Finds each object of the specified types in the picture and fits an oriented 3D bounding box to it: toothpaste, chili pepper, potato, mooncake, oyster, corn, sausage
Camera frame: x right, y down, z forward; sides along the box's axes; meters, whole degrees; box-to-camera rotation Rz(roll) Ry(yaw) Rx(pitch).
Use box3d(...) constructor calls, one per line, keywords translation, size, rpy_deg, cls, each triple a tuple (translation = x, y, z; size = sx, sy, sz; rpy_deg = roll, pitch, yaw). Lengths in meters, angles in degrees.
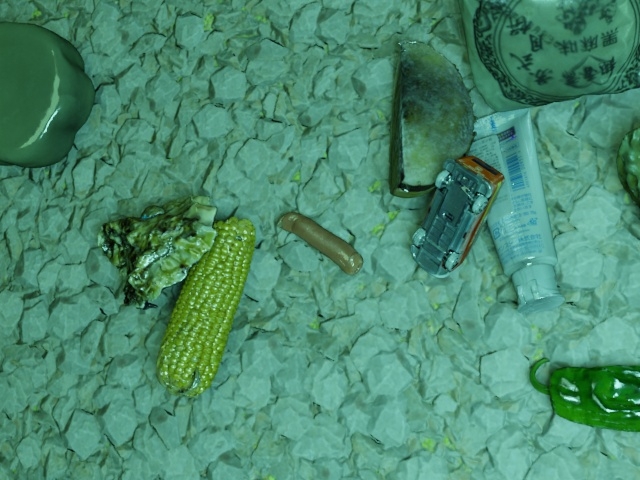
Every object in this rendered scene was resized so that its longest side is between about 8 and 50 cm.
box3d(translation=(0.272, -0.048, 1.163), size=(0.114, 0.073, 0.299), rpy_deg=(-20, 64, 24), cls="toothpaste")
box3d(translation=(0.397, 0.193, 1.055), size=(0.256, 0.074, 0.100), rpy_deg=(-5, 76, 18), cls="chili pepper")
box3d(translation=(0.159, -0.156, 1.228), size=(0.120, 0.100, 0.261), rpy_deg=(8, 63, -6), cls="potato")
box3d(translation=(-0.534, -0.256, 1.485), size=(0.274, 0.135, 0.275), rpy_deg=(-3, 79, 18), cls="mooncake")
box3d(translation=(0.312, -0.300, 1.098), size=(0.254, 0.250, 0.136), rpy_deg=(-10, 42, 18), cls="mooncake")
box3d(translation=(-0.257, -0.001, 1.307), size=(0.223, 0.083, 0.214), rpy_deg=(-44, 41, 9), cls="oyster")
box3d(translation=(-0.177, 0.099, 1.283), size=(0.106, 0.106, 0.293), rpy_deg=(14, 84, 23), cls="corn")
box3d(translation=(0.000, 0.000, 1.270), size=(0.158, 0.036, 0.042), rpy_deg=(32, 56, 24), cls="sausage")

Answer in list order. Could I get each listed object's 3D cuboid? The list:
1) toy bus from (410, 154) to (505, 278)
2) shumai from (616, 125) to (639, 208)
box3d(translation=(0.189, -0.033, 1.148), size=(0.079, 0.077, 0.174), rpy_deg=(37, 131, 24), cls="toy bus")
box3d(translation=(0.490, -0.039, 1.001), size=(0.255, 0.189, 0.218), rpy_deg=(-6, 83, 40), cls="shumai")
